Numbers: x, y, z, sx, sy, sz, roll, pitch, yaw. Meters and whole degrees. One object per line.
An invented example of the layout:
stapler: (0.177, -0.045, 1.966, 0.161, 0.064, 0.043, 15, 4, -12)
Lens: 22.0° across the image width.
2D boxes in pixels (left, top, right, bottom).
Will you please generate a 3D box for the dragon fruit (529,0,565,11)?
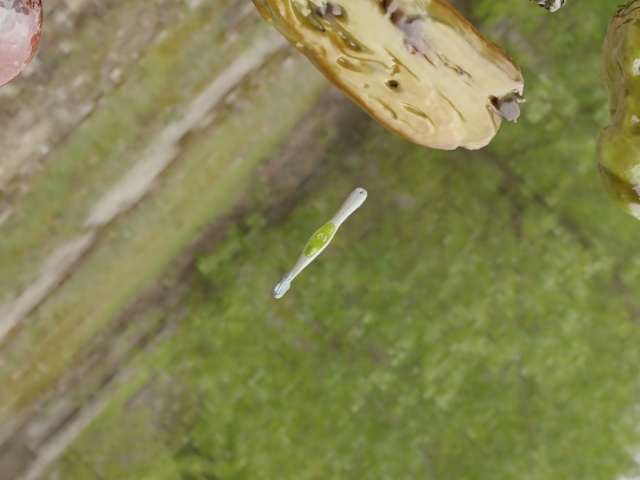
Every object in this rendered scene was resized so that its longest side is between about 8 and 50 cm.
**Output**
dragon fruit: (0.276, -0.372, 1.722, 0.147, 0.211, 0.282, -22, 137, -6)

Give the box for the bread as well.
bread: (0.037, -0.159, 1.223, 0.099, 0.235, 0.210, -52, -167, 9)

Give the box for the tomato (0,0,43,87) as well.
tomato: (-0.302, -0.202, 1.349, 0.099, 0.173, 0.189, 24, -74, 52)

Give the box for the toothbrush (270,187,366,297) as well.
toothbrush: (0.000, 0.000, 2.053, 0.263, 0.022, 0.026, -49, 171, -52)

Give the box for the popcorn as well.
popcorn: (0.340, -0.128, 1.471, 0.256, 0.195, 0.254, 110, -11, -75)
